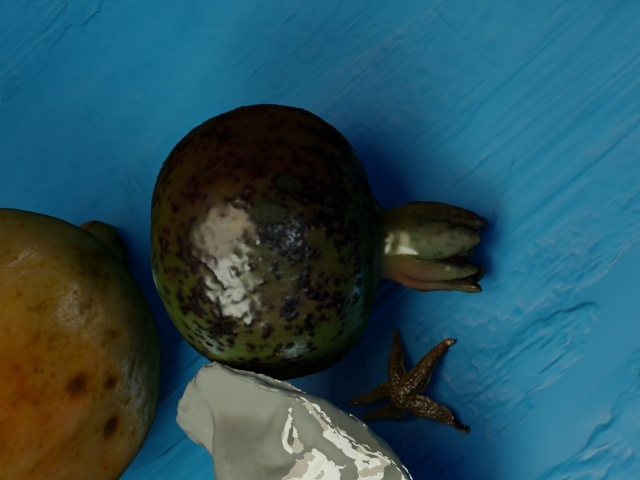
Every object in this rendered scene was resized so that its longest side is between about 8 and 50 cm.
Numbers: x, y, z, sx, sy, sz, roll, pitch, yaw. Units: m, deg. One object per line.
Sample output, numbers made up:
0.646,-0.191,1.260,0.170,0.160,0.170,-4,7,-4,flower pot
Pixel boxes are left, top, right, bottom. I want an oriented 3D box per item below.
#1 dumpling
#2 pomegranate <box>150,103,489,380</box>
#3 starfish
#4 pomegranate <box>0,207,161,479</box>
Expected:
0.004,0.255,1.571,0.341,0.181,0.260,63,157,28,dumpling
0.000,0.000,1.607,0.341,0.285,0.285,-2,85,5,pomegranate
0.098,0.157,1.631,0.130,0.041,0.133,38,109,30,starfish
-0.345,0.125,1.791,0.410,0.410,0.410,-3,85,36,pomegranate
